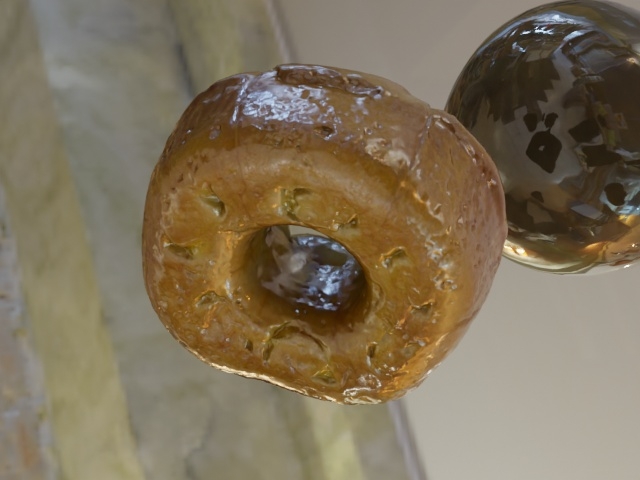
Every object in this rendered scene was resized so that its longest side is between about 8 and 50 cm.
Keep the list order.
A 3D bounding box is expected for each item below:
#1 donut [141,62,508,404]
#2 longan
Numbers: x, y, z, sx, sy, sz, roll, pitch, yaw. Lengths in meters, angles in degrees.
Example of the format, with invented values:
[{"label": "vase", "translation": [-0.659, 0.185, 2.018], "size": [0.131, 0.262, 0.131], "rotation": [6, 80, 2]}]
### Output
[{"label": "donut", "translation": [-0.001, -0.002, 0.890], "size": [0.226, 0.226, 0.114], "rotation": [-61, -177, 40]}, {"label": "longan", "translation": [0.226, -0.087, 1.285], "size": [0.258, 0.258, 0.258], "rotation": [7, -81, 57]}]
